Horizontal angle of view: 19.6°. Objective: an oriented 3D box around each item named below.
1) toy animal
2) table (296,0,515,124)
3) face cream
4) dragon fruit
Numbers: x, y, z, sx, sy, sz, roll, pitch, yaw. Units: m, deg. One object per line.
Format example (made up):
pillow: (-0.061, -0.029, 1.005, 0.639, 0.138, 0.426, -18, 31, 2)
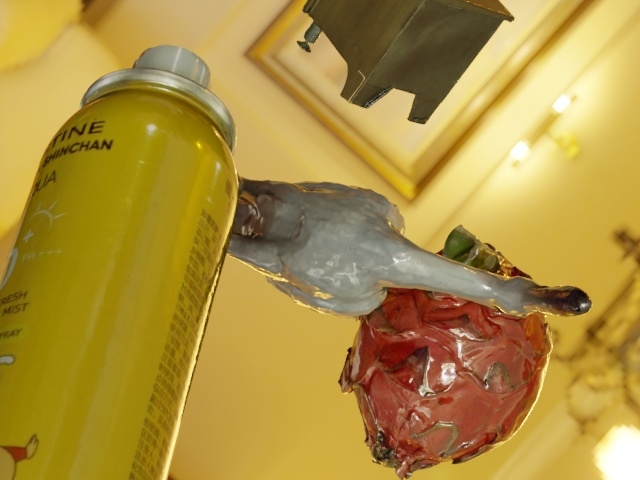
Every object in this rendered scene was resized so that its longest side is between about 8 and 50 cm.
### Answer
toy animal: (0.014, 0.006, 1.242, 0.195, 0.324, 0.090, 50, 61, -86)
table: (0.043, -0.122, 1.046, 0.083, 0.070, 0.082, 9, 125, -48)
face cream: (-0.107, 0.043, 0.884, 0.105, 0.105, 0.349, -46, -156, 48)
dragon fruit: (0.105, 0.093, 1.537, 0.210, 0.172, 0.172, -62, 180, 12)
